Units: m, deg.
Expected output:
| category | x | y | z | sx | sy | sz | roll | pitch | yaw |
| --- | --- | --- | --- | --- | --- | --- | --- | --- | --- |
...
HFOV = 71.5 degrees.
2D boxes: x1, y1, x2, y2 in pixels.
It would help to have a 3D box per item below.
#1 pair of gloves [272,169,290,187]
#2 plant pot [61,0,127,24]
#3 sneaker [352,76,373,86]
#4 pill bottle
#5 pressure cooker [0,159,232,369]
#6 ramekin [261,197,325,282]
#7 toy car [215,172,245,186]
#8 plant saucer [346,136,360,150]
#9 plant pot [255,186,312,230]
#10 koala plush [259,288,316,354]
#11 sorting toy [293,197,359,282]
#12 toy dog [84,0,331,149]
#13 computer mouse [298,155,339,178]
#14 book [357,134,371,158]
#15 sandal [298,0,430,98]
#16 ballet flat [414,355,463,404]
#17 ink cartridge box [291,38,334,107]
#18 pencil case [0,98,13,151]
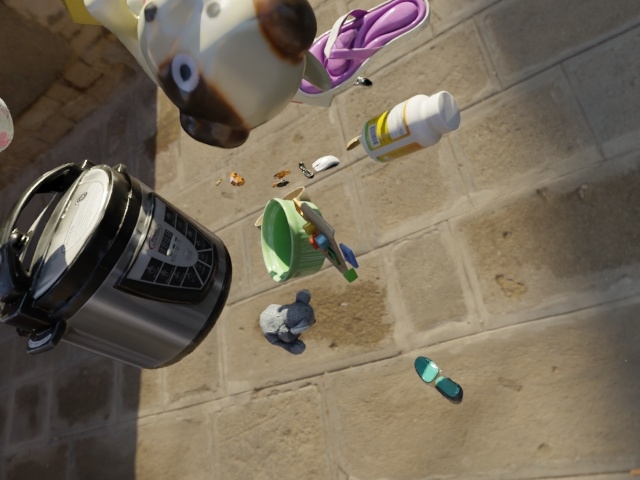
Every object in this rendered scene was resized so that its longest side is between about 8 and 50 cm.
| category | x | y | z | sx | sy | sz | roll | pitch | yaw |
| --- | --- | --- | --- | --- | --- | --- | --- | --- | --- |
| pair of gloves | -0.157 | -0.246 | 1.796 | 0.010 | 0.074 | 0.083 | 55 | 151 | 32 |
| plant pot | -0.449 | -0.563 | 0.885 | 0.187 | 0.212 | 0.212 | -29 | 88 | -19 |
| sneaker | 0.160 | -0.626 | 1.748 | 0.098 | 0.069 | 0.038 | 9 | 101 | -1 |
| pill bottle | 0.242 | -0.305 | 1.197 | 0.245 | 0.136 | 0.137 | -13 | 70 | 49 |
| pressure cooker | -0.449 | 0.054 | 0.948 | 0.376 | 0.420 | 0.369 | -51 | 41 | -3 |
| ramekin | -0.098 | -0.004 | 1.629 | 0.303 | 0.148 | 0.304 | 14 | 106 | 61 |
| toy car | -0.333 | -0.206 | 1.632 | 0.122 | 0.060 | 0.041 | -16 | 36 | 41 |
| plant saucer | 0.134 | -0.386 | 1.756 | 0.083 | 0.083 | 0.015 | -36 | 82 | 22 |
| plant pot | -0.133 | -0.088 | 2.067 | 0.284 | 0.191 | 0.284 | -35 | 17 | 12 |
| koala plush | -0.100 | 0.294 | 1.650 | 0.221 | 0.203 | 0.196 | -39 | 35 | 50 |
| sorting toy | 0.000 | 0.000 | 1.349 | 0.047 | 0.196 | 0.348 | -33 | 48 | -12 |
| toy dog | -0.144 | -0.302 | 0.671 | 0.284 | 0.395 | 0.408 | -39 | 32 | 18 |
| computer mouse | 0.000 | -0.360 | 2.108 | 0.192 | 0.042 | 0.106 | -25 | 57 | -14 |
| book | 0.213 | -0.360 | 1.576 | 0.144 | 0.035 | 0.096 | -24 | 101 | 46 |
| sandal | 0.097 | -0.544 | 1.185 | 0.416 | 0.102 | 0.169 | -34 | 73 | 2 |
| ballet flat | 0.373 | 0.443 | 1.401 | 0.074 | 0.074 | 0.203 | -62 | 34 | 5 |
| ink cartridge box | -0.086 | -0.553 | 1.411 | 0.117 | 0.207 | 0.283 | 113 | 147 | -40 |
| pencil case | -0.544 | -0.177 | 0.628 | 0.273 | 0.124 | 0.114 | -152 | 50 | -69 |
